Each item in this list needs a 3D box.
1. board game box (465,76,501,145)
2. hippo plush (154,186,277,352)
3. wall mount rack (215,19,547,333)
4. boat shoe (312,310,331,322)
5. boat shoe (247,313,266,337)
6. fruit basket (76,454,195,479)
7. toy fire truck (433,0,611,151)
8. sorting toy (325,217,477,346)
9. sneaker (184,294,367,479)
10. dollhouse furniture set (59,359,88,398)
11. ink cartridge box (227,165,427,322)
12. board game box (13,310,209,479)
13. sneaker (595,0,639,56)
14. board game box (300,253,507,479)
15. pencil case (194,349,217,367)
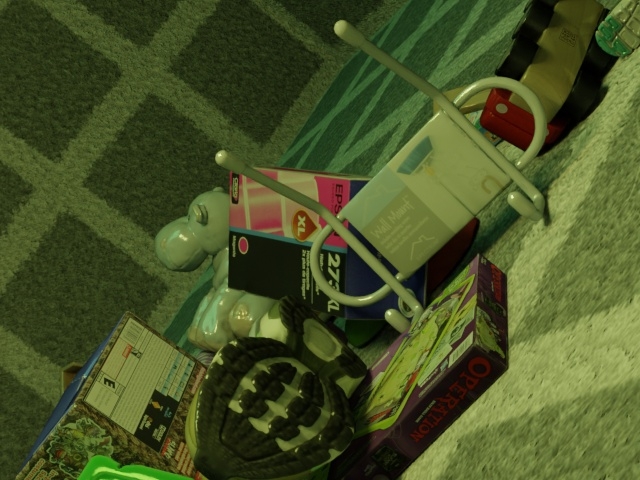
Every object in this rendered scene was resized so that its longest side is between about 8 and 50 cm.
[{"bbox_3d":[0.244,-0.179,1.864,0.211,0.039,0.160,-45,13,45],"label":"board game box"},{"bbox_3d":[-0.165,0.039,2.228,0.294,0.237,0.234,-33,15,19],"label":"hippo plush"},{"bbox_3d":[0.073,-0.072,1.433,0.350,0.304,0.130,-45,2,21],"label":"wall mount rack"},{"bbox_3d":[-0.002,0.034,2.039,0.324,0.116,0.123,-59,11,-33],"label":"boat shoe"},{"bbox_3d":[-0.098,0.202,2.037,0.076,0.080,0.228,-47,18,25],"label":"boat shoe"},{"bbox_3d":[-0.186,0.439,1.243,0.392,0.282,0.392,9,-90,-66],"label":"fruit basket"},{"bbox_3d":[0.246,-0.194,1.638,0.217,0.158,0.246,-62,1,-42],"label":"toy fire truck"},{"bbox_3d":[0.052,0.047,1.704,0.365,0.126,0.127,-43,14,43],"label":"sorting toy"},{"bbox_3d":[-0.065,0.196,1.324,0.182,0.158,0.410,-52,-5,14],"label":"sneaker"},{"bbox_3d":[-0.289,0.318,2.254,0.355,0.173,0.303,-29,57,38],"label":"dollhouse furniture set"},{"bbox_3d":[0.000,0.000,1.650,0.371,0.069,0.176,9,100,52],"label":"ink cartridge box"},{"bbox_3d":[-0.174,0.261,1.495,0.141,0.291,0.232,-50,9,22],"label":"board game box"},{"bbox_3d":[0.392,-0.294,1.507,0.166,0.065,0.076,-43,9,39],"label":"sneaker"},{"bbox_3d":[0.069,0.185,1.356,0.347,0.056,0.208,-49,14,24],"label":"board game box"},{"bbox_3d":[-0.192,0.256,2.235,0.086,0.088,0.206,-52,9,14],"label":"pencil case"}]
